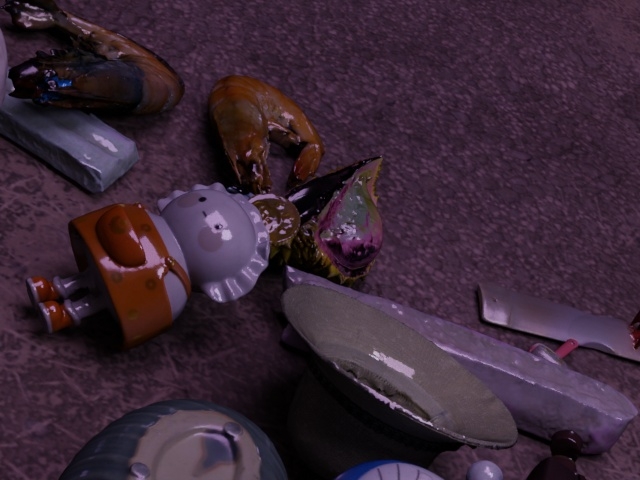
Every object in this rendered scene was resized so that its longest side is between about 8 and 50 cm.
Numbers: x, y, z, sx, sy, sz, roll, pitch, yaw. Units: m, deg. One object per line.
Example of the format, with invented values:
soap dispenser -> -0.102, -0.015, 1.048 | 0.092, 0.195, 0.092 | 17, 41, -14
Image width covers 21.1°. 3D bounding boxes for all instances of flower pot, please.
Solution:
flower pot -> -0.124, 0.231, 1.404 | 0.189, 0.157, 0.243 | 33, 39, 5

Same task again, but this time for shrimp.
shrimp -> -0.277, -0.205, 1.865 | 0.222, 0.054, 0.290 | 37, 22, 17
shrimp -> -0.063, -0.108, 1.919 | 0.150, 0.068, 0.249 | 24, 31, -11

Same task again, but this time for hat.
hat -> 0.043, 0.162, 1.597 | 0.257, 0.130, 0.257 | 29, 15, -8

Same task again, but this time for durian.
durian -> 0.002, 0.003, 1.823 | 0.108, 0.119, 0.187 | 62, 38, -17

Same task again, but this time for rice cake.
rice cake -> -0.302, -0.130, 1.812 | 0.226, 0.040, 0.085 | 32, 37, 6
rice cake -> 0.136, 0.130, 1.755 | 0.399, 0.070, 0.064 | 21, 32, -8

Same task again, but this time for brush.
brush -> 0.329, 0.099, 1.933 | 0.321, 0.050, 0.060 | 15, 43, -16

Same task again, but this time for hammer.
hammer -> 0.259, 0.126, 1.868 | 0.052, 0.031, 0.083 | 43, 37, 15

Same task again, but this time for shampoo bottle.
shampoo bottle -> 0.220, 0.270, 1.649 | 0.067, 0.068, 0.236 | 28, 39, -1

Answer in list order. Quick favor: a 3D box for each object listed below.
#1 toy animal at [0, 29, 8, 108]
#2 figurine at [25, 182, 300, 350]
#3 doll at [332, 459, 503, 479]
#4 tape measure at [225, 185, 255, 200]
toy animal -> -0.421, -0.156, 1.647 | 0.206, 0.272, 0.265 | 21, 3, 38
figurine -> -0.147, 0.021, 1.648 | 0.271, 0.143, 0.143 | -13, 52, -30
doll -> 0.107, 0.291, 1.469 | 0.256, 0.161, 0.215 | 17, 78, -5
tape measure -> -0.102, -0.009, 1.749 | 0.054, 0.094, 0.091 | 40, 38, 19
